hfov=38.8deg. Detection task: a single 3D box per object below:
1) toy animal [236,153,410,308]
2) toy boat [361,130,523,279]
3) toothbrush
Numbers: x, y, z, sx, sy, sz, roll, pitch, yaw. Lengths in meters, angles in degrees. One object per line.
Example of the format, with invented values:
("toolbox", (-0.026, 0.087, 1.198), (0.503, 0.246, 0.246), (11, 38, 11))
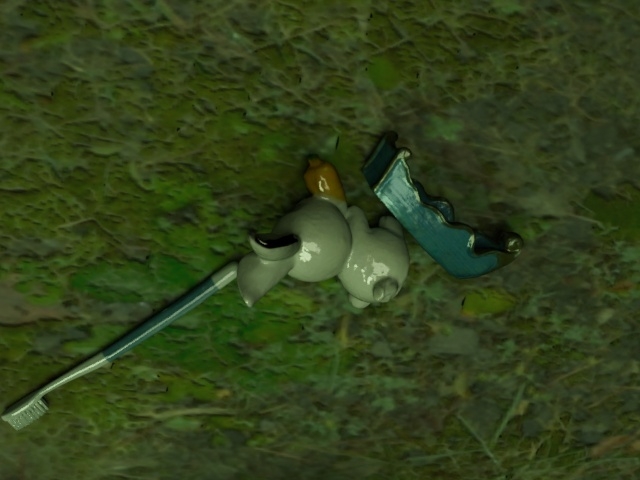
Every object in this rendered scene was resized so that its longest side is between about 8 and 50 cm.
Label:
("toy animal", (0.000, 0.000, 0.851), (0.182, 0.127, 0.131), (15, 109, -27))
("toy boat", (0.123, -0.030, 0.889), (0.077, 0.075, 0.185), (-40, 113, 10))
("toothbrush", (-0.191, 0.104, 0.892), (0.276, 0.019, 0.025), (-33, 115, -1))
